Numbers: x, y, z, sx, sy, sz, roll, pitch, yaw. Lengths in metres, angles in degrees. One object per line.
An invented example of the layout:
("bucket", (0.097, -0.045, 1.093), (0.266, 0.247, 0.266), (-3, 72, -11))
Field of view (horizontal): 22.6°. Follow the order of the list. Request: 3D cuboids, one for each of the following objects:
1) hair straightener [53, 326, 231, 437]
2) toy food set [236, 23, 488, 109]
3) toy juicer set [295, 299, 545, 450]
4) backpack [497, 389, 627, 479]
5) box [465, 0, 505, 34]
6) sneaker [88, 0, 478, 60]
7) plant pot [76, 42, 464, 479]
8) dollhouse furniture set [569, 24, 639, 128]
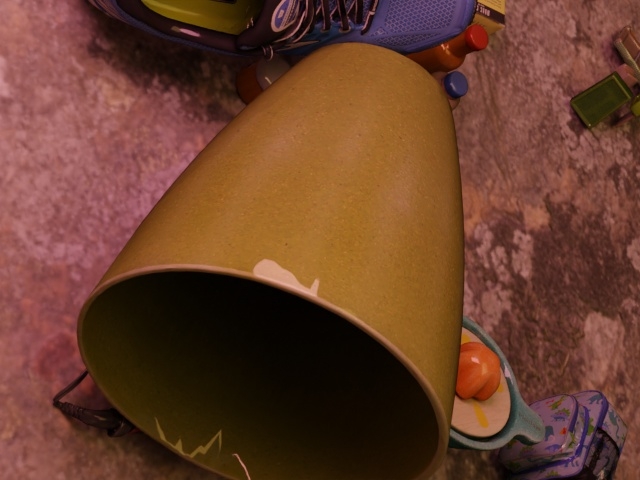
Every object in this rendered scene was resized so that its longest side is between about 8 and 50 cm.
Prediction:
("hair straightener", (-0.108, 0.114, 1.278), (0.230, 0.047, 0.089), (3, 75, -36))
("toy food set", (0.048, -0.138, 1.440), (0.232, 0.104, 0.111), (-6, 81, -42))
("toy juicer set", (0.099, 0.136, 1.351), (0.329, 0.089, 0.209), (54, 39, 2))
("backpack", (0.229, 0.191, 1.497), (0.084, 0.105, 0.114), (51, 45, -18))
("box", (0.141, -0.322, 1.609), (0.087, 0.058, 0.232), (17, 67, -36))
("sneaker", (-0.025, -0.192, 1.299), (0.330, 0.147, 0.129), (1, 114, -16))
("plant pot", (0.000, 0.000, 1.209), (0.275, 0.275, 0.293), (41, 49, -24))
("dollhouse furniture set", (0.322, -0.171, 1.742), (0.076, 0.058, 0.151), (52, 31, -7))
